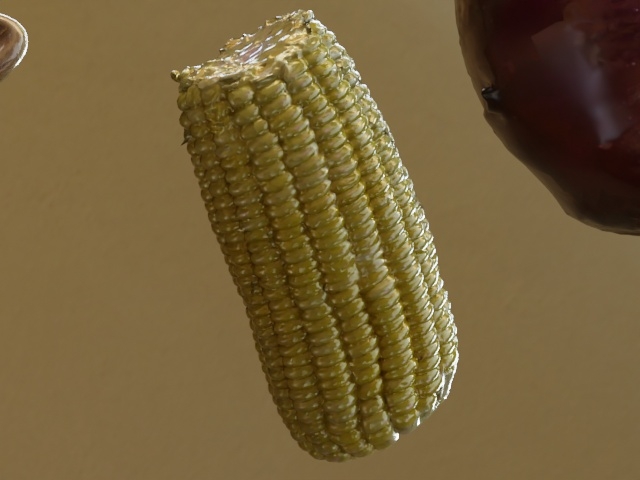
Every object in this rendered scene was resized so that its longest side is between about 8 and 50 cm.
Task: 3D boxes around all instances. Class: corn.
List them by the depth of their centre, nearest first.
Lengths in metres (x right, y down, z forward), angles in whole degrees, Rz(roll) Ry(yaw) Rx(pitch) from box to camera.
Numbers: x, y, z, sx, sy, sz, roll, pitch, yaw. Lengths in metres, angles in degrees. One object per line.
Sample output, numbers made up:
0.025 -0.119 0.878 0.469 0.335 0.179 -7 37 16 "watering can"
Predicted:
0.000 0.000 0.641 0.085 0.063 0.165 -28 -67 -13 "corn"

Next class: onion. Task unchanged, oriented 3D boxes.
0.300 -0.182 1.328 0.347 0.385 0.348 24 -120 -50 "onion"

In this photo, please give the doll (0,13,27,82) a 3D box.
-0.350 -0.172 1.063 0.209 0.317 0.340 -82 -32 -75 "doll"
